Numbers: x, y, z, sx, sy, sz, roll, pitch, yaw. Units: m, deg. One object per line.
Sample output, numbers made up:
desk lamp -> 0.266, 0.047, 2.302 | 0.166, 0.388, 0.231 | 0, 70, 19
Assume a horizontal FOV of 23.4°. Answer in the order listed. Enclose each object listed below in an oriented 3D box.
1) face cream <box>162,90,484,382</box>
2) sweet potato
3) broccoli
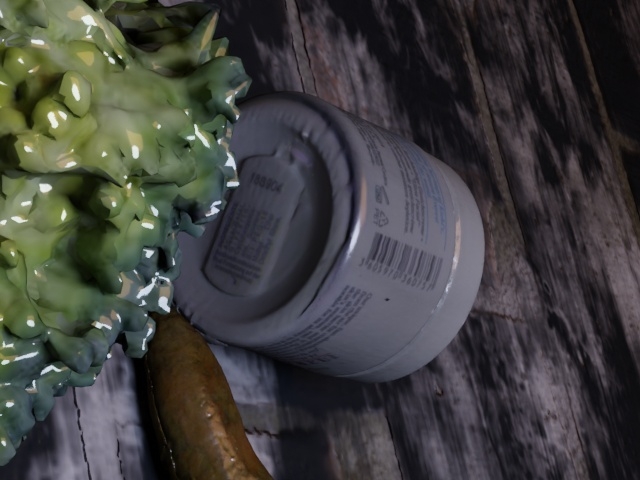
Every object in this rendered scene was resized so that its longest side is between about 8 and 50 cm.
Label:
face cream -> 0.000, 0.000, 1.057 | 0.153, 0.177, 0.177 | 21, 53, -48
sweet potato -> -0.057, 0.165, 0.966 | 0.075, 0.075, 0.273 | -9, 73, -59
broccoli -> -0.221, -0.033, 0.669 | 0.348, 0.293, 0.281 | -47, 121, -17
